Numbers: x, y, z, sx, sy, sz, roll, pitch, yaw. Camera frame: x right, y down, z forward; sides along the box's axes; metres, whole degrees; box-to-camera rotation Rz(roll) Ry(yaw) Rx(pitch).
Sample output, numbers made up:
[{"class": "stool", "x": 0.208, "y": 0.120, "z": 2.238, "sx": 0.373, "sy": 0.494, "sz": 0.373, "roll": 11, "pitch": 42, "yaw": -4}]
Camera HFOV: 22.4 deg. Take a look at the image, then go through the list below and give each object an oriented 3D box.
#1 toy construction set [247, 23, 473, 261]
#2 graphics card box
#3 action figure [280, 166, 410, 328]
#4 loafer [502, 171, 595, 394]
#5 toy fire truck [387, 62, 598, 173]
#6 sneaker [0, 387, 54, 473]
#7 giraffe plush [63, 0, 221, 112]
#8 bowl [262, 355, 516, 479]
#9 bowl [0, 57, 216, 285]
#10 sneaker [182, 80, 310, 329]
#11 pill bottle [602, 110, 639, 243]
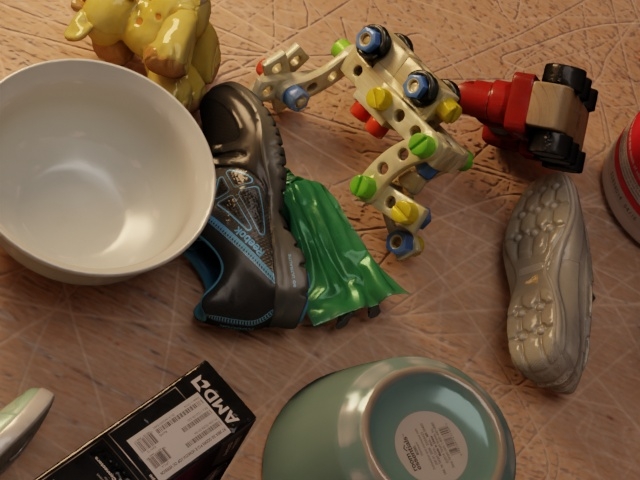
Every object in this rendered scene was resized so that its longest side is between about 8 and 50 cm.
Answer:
[{"class": "toy construction set", "x": 0.063, "y": -0.152, "z": 2.088, "sx": 0.327, "sy": 0.215, "sz": 0.151, "roll": 43, "pitch": 19, "yaw": 17}, {"class": "graphics card box", "x": -0.249, "y": 0.295, "z": 1.667, "sx": 0.094, "sy": 0.233, "sz": 0.371, "roll": 46, "pitch": 55, "yaw": 13}, {"class": "action figure", "x": 0.000, "y": 0.000, "z": 2.042, "sx": 0.137, "sy": 0.063, "sz": 0.232, "roll": -14, "pitch": 62, "yaw": -27}, {"class": "loafer", "x": 0.304, "y": 0.054, "z": 2.120, "sx": 0.111, "sy": 0.112, "sz": 0.319, "roll": 43, "pitch": 44, "yaw": -39}, {"class": "toy fire truck", "x": 0.230, "y": -0.157, "z": 2.169, "sx": 0.246, "sy": 0.217, "sz": 0.159, "roll": 12, "pitch": 89, "yaw": 16}, {"class": "sneaker", "x": -0.413, "y": 0.206, "z": 1.738, "sx": 0.151, "sy": 0.094, "sz": 0.256, "roll": 43, "pitch": 54, "yaw": 9}, {"class": "giraffe plush", "x": -0.229, "y": -0.268, "z": 2.053, "sx": 0.170, "sy": 0.210, "sz": 0.181, "roll": 11, "pitch": 22, "yaw": 11}, {"class": "bowl", "x": 0.103, "y": 0.257, "z": 1.875, "sx": 0.311, "sy": 0.163, "sz": 0.312, "roll": 10, "pitch": 57, "yaw": -17}, {"class": "bowl", "x": -0.284, "y": -0.060, "z": 1.918, "sx": 0.297, "sy": 0.134, "sz": 0.298, "roll": 10, "pitch": 59, "yaw": -17}, {"class": "sneaker", "x": -0.113, "y": -0.049, "z": 1.988, "sx": 0.139, "sy": 0.125, "sz": 0.341, "roll": -5, "pitch": 62, "yaw": -19}, {"class": "pill bottle", "x": 0.564, "y": -0.157, "z": 2.149, "sx": 0.229, "sy": 0.408, "sz": 0.229, "roll": 10, "pitch": 59, "yaw": -16}]
